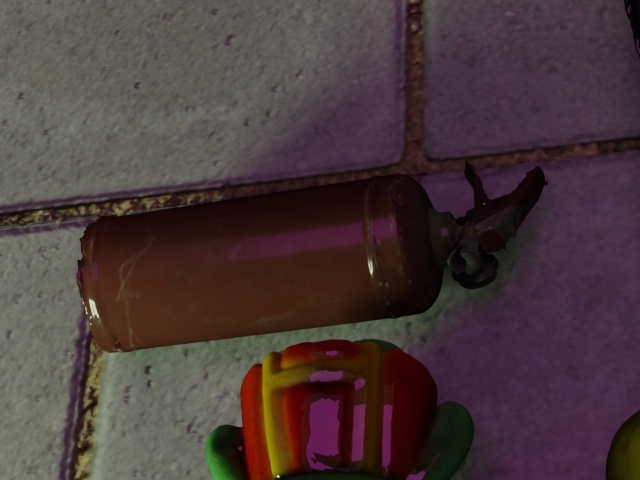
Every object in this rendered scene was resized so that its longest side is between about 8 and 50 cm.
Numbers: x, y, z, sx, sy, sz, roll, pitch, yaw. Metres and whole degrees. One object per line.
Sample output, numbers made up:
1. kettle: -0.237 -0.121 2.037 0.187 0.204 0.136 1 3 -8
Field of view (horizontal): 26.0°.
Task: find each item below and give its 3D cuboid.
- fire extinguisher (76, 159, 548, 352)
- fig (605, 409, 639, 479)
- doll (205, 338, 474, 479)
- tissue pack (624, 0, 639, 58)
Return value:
1. fire extinguisher: 0.000 0.000 1.025 0.337 0.106 0.147 -8 34 12
2. fig: 0.253 0.172 0.834 0.148 0.142 0.186 -15 96 -23
3. doll: 0.006 0.228 0.847 0.183 0.160 0.363 -3 61 8
4. tissue pack: 0.401 -0.150 0.962 0.361 0.122 0.259 -10 56 15
